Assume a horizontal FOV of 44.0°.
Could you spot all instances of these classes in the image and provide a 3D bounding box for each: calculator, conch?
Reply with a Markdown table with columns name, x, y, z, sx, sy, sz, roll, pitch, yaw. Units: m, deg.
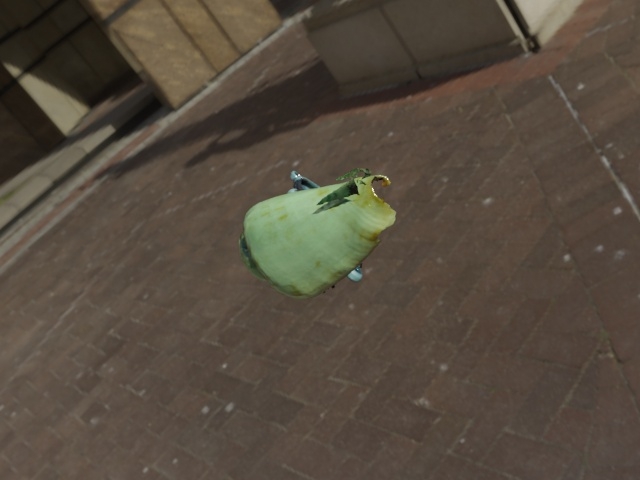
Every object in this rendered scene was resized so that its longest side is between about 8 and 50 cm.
| name | x | y | z | sx | sy | sz | roll | pitch | yaw |
| --- | --- | --- | --- | --- | --- | --- | --- | --- | --- |
| calculator | 0.001 | -0.018 | 0.827 | 0.019 | 0.094 | 0.141 | -39 | 46 | 21 |
| conch | 0.000 | 0.000 | 0.701 | 0.170 | 0.106 | 0.079 | -21 | 28 | 33 |
